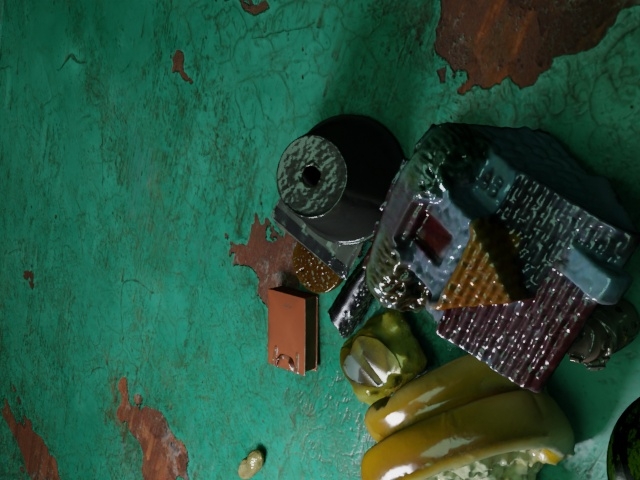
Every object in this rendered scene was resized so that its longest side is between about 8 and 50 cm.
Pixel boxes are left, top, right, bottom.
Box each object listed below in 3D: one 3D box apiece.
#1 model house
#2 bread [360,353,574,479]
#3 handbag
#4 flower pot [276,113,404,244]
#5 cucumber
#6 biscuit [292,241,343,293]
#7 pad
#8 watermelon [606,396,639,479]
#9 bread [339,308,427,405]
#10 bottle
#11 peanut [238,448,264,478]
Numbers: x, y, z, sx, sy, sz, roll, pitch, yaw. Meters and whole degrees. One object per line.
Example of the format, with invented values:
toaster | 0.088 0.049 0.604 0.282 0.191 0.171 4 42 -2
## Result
model house | 0.290 0.052 1.214 0.339 0.297 0.360 53 132 42
bread | 0.265 0.366 1.456 0.424 0.329 0.245 -44 29 42
handbag | -0.066 0.211 1.825 0.127 0.063 0.190 12 106 42
flower pot | 0.019 -0.125 1.534 0.269 0.166 0.268 0 89 29
cucumber | 0.083 0.102 1.641 0.074 0.074 0.241 46 126 26
biscuit | 0.000 0.000 1.709 0.180 0.039 0.236 13 105 34
pad | 0.004 -0.049 1.664 0.233 0.022 0.174 38 119 24
watermelon | 0.549 0.334 1.126 0.269 0.269 0.268 14 110 42
bread | 0.119 0.247 1.635 0.160 0.088 0.233 56 134 15
bottle | 0.437 0.149 1.248 0.099 0.152 0.098 14 111 40
peanut | -0.180 0.586 2.045 0.054 0.054 0.113 52 129 21
